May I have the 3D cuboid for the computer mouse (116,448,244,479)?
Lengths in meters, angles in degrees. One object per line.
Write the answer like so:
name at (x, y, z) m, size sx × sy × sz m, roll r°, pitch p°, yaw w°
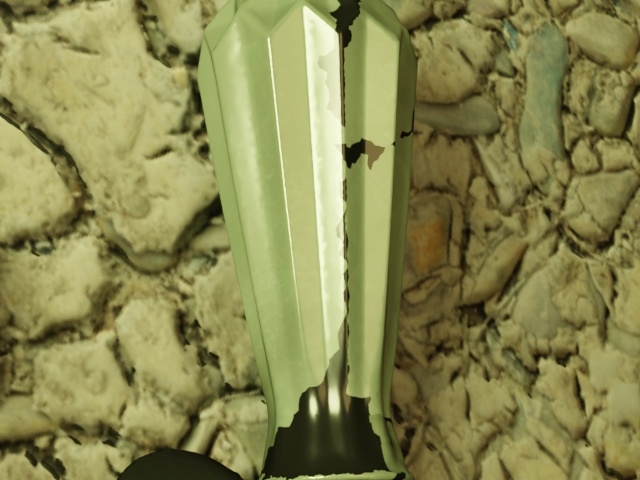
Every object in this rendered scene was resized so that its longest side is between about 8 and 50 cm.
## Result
computer mouse at (-0.049, 0.251, 1.209) m, size 0.147 × 0.088 × 0.264 m, roll -14°, pitch 80°, yaw -41°

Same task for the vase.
vase at (0.000, 0.000, 1.384) m, size 0.165 × 0.165 × 0.360 m, roll 6°, pitch 73°, yaw -36°
